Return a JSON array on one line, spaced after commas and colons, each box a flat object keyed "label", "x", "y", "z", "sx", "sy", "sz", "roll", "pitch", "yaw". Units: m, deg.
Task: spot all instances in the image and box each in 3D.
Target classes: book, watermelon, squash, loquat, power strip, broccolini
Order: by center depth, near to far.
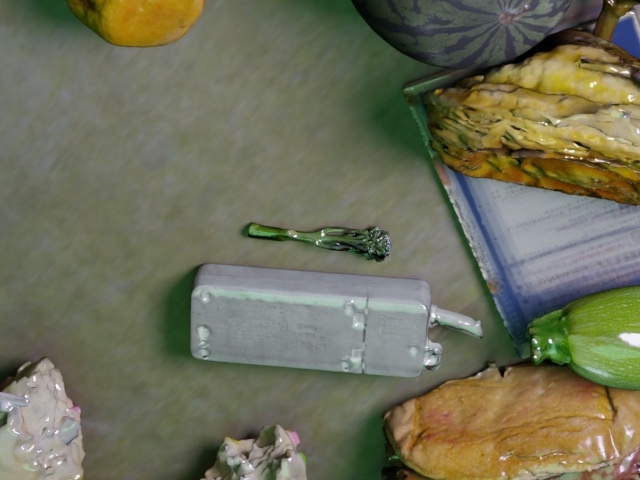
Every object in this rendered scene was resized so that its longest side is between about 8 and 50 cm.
[{"label": "watermelon", "x": 0.114, "y": -0.248, "z": 1.566, "sx": 0.212, "sy": 0.212, "sz": 0.212, "roll": 2, "pitch": 121, "yaw": 3}, {"label": "loquat", "x": -0.158, "y": -0.233, "z": 1.649, "sx": 0.137, "sy": 0.113, "sz": 0.137, "roll": 10, "pitch": 137, "yaw": 10}, {"label": "squash", "x": 0.386, "y": 0.090, "z": 1.783, "sx": 0.395, "sy": 0.107, "sz": 0.107, "roll": -3, "pitch": 121, "yaw": -9}, {"label": "book", "x": 0.239, "y": -0.046, "z": 1.786, "sx": 0.228, "sy": 0.018, "sz": 0.322, "roll": -17, "pitch": 118, "yaw": 14}, {"label": "broccolini", "x": 0.000, "y": 0.000, "z": 1.832, "sx": 0.140, "sy": 0.030, "sz": 0.035, "roll": 5, "pitch": 157, "yaw": 7}, {"label": "power strip", "x": 0.016, "y": 0.081, "z": 1.859, "sx": 0.288, "sy": 0.053, "sz": 0.093, "roll": 5, "pitch": 120, "yaw": 1}]

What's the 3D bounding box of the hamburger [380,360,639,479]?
[{"label": "hamburger", "x": 0.193, "y": 0.222, "z": 1.869, "sx": 0.282, "sy": 0.245, "sz": 0.155, "roll": 20, "pitch": 141, "yaw": 46}]

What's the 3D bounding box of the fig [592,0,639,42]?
[{"label": "fig", "x": 0.293, "y": -0.243, "z": 1.570, "sx": 0.217, "sy": 0.217, "sz": 0.321, "roll": 22, "pitch": 133, "yaw": -9}]

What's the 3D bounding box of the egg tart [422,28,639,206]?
[{"label": "egg tart", "x": 0.236, "y": -0.103, "z": 1.629, "sx": 0.297, "sy": 0.297, "sz": 0.132, "roll": 18, "pitch": 81, "yaw": -6}]

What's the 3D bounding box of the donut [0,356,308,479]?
[{"label": "donut", "x": -0.195, "y": 0.279, "z": 1.935, "sx": 0.371, "sy": 0.150, "sz": 0.307, "roll": 15, "pitch": 121, "yaw": -5}]
